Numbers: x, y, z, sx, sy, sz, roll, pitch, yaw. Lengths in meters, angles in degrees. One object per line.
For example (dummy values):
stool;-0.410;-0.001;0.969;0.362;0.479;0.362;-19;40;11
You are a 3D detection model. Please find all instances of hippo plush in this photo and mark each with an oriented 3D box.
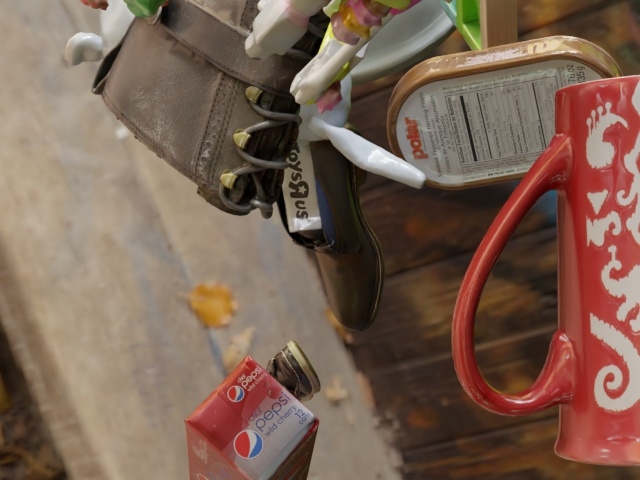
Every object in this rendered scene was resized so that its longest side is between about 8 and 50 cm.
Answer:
hippo plush;-0.103;-0.155;1.189;0.237;0.234;0.294;9;65;-54

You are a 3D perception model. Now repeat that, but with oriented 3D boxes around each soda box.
soda box;-0.065;0.199;1.438;0.092;0.263;0.083;41;71;11

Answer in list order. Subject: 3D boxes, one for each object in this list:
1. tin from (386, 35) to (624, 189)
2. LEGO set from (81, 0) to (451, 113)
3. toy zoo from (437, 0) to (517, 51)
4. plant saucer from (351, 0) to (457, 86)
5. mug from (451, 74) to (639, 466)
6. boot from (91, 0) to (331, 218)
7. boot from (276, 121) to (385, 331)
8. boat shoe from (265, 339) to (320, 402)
tin;0.144;-0.098;1.208;0.040;0.190;0.106;-69;147;-65
LEGO set;-0.015;-0.101;0.500;0.132;0.107;0.287;50;37;3
toy zoo;0.096;-0.303;1.317;0.192;0.030;0.293;82;-13;-46
plant saucer;-0.031;-0.326;1.516;0.100;0.401;0.400;95;5;-55
mug;0.144;0.012;0.697;0.150;0.113;0.169;-3;90;-35
boot;-0.002;-0.117;0.738;0.091;0.263;0.229;4;110;-43
boot;0.000;0.000;1.521;0.106;0.082;0.219;-29;116;-50
boat shoe;-0.034;0.142;1.547;0.056;0.049;0.152;58;-12;17
